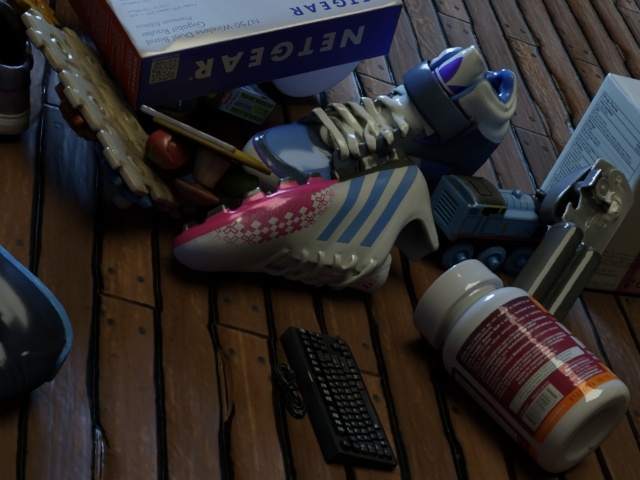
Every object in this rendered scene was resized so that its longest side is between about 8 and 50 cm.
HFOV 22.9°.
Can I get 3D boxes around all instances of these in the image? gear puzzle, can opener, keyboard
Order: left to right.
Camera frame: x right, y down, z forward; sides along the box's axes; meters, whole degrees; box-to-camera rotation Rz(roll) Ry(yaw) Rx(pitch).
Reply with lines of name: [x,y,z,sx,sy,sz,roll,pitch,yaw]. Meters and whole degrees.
gear puzzle: [-0.262,-0.161,1.686,0.339,0.044,0.175,56,11,16]
keyboard: [0.007,0.149,1.545,0.108,0.023,0.180,11,33,-27]
can opener: [0.270,0.019,1.825,0.076,0.095,0.283,50,60,-22]

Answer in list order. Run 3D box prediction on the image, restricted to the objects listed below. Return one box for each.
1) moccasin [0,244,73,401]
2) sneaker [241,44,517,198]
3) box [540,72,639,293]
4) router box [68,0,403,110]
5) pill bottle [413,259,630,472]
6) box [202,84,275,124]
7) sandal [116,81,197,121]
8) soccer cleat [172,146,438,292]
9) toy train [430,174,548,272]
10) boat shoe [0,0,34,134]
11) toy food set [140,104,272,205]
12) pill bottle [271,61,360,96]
moccasin: [-0.366,0.008,1.346,0.342,0.138,0.117,33,34,11]
sneaker: [0.084,-0.150,1.851,0.322,0.236,0.130,5,43,-37]
box: [0.384,-0.068,1.981,0.126,0.232,0.149,8,35,-31]
router box: [-0.121,-0.311,1.848,0.335,0.082,0.301,-16,54,-26]
pill bottle: [0.205,0.126,1.643,0.121,0.121,0.221,-9,46,-47]
box: [-0.156,-0.227,1.951,0.207,0.036,0.114,45,14,27]
sandal: [-0.211,-0.177,1.850,0.090,0.060,0.219,14,17,-34]
soccer cleat: [0.000,0.000,1.686,0.331,0.116,0.143,-19,87,-37]
toy train: [0.203,-0.019,1.885,0.184,0.105,0.080,4,38,-36]
boat shoe: [-0.370,-0.228,1.753,0.102,0.092,0.285,9,34,-29]
toy food set: [-0.131,-0.078,1.689,0.128,0.071,0.218,25,1,12]
pill bottle: [-0.075,-0.350,2.081,0.188,0.188,0.334,0,45,-40]
